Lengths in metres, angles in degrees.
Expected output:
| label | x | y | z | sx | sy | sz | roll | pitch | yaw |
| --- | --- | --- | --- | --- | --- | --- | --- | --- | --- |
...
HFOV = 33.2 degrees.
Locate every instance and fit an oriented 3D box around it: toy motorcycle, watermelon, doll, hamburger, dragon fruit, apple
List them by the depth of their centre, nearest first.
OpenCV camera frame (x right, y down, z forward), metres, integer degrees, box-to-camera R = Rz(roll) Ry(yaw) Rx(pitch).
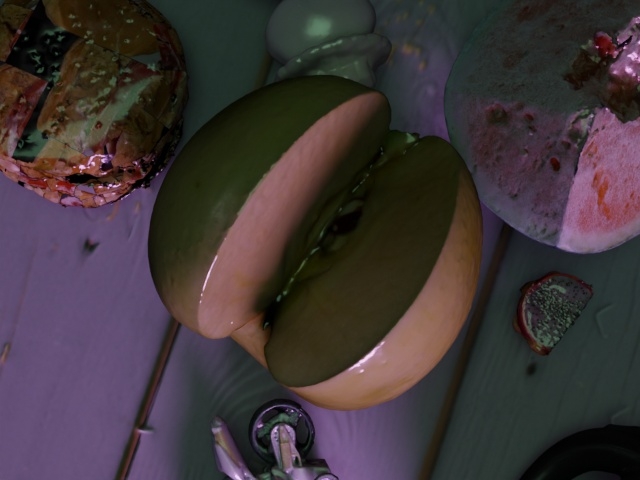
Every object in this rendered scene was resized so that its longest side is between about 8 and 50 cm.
| label | x | y | z | sx | sy | sz | roll | pitch | yaw |
| --- | --- | --- | --- | --- | --- | --- | --- | --- | --- |
| apple | 0.000 | 0.000 | 0.932 | 0.292 | 0.292 | 0.254 | 34 | 82 | 5 |
| watermelon | 0.252 | -0.136 | 1.013 | 0.321 | 0.188 | 0.175 | -54 | 130 | -8 |
| toy motorcycle | -0.048 | 0.269 | 1.020 | 0.151 | 0.074 | 0.228 | -18 | 94 | -4 |
| dragon fruit | 0.215 | 0.065 | 1.029 | 0.060 | 0.056 | 0.083 | 37 | 84 | 3 |
| doll | -0.014 | -0.251 | 1.043 | 0.138 | 0.119 | 0.293 | -16 | 80 | -14 |
| hamburger | -0.236 | -0.148 | 1.049 | 0.231 | 0.107 | 0.230 | -1 | 78 | 4 |

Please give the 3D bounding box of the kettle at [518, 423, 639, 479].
| label | x | y | z | sx | sy | sz | roll | pitch | yaw |
| --- | --- | --- | --- | --- | --- | --- | --- | --- | --- |
| kettle | 0.256 | 0.308 | 0.942 | 0.268 | 0.207 | 0.290 | 36 | 92 | 43 |
